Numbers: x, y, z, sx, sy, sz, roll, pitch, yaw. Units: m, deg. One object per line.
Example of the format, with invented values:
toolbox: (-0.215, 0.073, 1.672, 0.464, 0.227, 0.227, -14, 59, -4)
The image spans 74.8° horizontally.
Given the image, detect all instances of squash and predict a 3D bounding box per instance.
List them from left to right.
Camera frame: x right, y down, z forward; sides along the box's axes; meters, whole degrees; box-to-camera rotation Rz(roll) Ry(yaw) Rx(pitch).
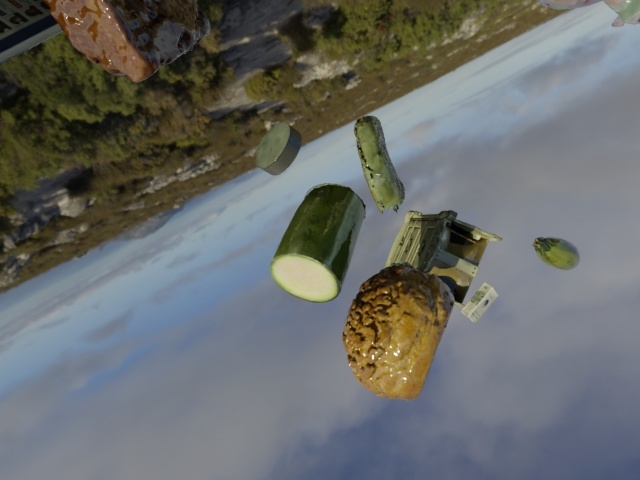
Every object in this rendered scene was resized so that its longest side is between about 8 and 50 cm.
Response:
squash: (0.000, 0.000, 1.508, 0.263, 0.263, 0.384, -20, -146, 39)
squash: (0.678, 0.039, 1.191, 0.095, 0.094, 0.341, -21, 158, 36)

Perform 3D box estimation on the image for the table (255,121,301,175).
table: (-0.108, -0.234, 1.066, 0.134, 0.043, 0.133, -26, -130, 36)

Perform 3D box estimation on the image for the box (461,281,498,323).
box: (0.348, 0.137, 0.915, 0.083, 0.054, 0.024, -50, -136, 1)

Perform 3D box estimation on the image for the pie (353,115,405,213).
pie: (0.176, -0.218, 1.210, 0.078, 0.296, 0.371, -17, -179, 16)

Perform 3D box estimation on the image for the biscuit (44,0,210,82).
biscuit: (-0.441, -0.569, 0.891, 0.167, 0.394, 0.342, -9, -142, 21)

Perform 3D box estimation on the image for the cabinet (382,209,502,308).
cabinet: (0.412, 0.061, 1.482, 0.289, 0.228, 0.318, -66, -167, -2)

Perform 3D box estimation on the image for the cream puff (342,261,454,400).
cream puff: (0.181, 0.214, 1.027, 0.231, 0.326, 0.343, 18, 180, 19)

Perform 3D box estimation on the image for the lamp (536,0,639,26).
lamp: (0.596, -0.529, 0.830, 0.302, 0.246, 0.247, 6, 169, 9)

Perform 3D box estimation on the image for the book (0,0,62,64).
book: (-0.783, -0.558, 0.961, 0.039, 0.300, 0.427, -43, -165, 50)
